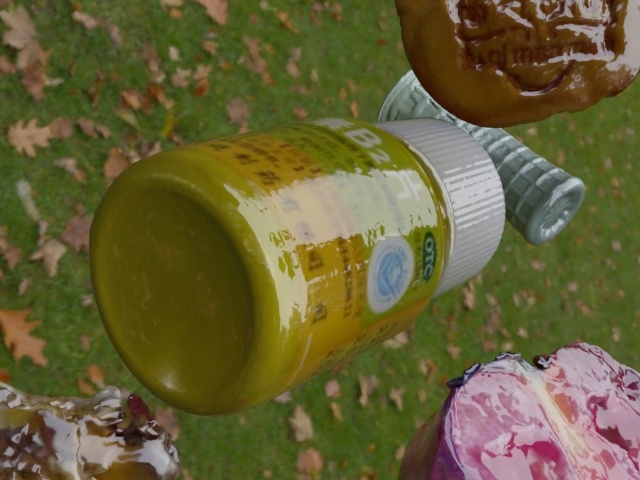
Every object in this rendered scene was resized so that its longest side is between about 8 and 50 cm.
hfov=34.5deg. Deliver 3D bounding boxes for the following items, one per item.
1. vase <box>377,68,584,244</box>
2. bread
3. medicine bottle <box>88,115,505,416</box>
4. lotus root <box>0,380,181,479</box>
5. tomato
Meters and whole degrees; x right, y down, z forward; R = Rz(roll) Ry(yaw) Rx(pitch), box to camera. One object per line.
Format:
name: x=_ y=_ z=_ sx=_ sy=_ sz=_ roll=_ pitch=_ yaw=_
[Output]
vase: x=0.232 y=-0.124 z=1.480 sx=0.299 sy=0.143 sz=0.143 roll=42 pitch=19 yaw=29
bread: x=0.208 y=-0.247 z=1.056 sx=0.270 sy=0.269 sz=0.148 roll=63 pitch=7 yaw=-13
medicine bottle: x=0.000 y=0.000 z=0.952 sx=0.384 sy=0.224 sz=0.224 roll=-18 pitch=90 yaw=-50
lotus root: x=-0.213 y=0.130 z=0.425 sx=0.151 sy=0.342 sz=0.169 roll=66 pitch=16 yaw=17
tomato: x=0.197 y=0.253 z=0.904 sx=0.335 sy=0.176 sz=0.290 roll=-8 pitch=61 yaw=-46
